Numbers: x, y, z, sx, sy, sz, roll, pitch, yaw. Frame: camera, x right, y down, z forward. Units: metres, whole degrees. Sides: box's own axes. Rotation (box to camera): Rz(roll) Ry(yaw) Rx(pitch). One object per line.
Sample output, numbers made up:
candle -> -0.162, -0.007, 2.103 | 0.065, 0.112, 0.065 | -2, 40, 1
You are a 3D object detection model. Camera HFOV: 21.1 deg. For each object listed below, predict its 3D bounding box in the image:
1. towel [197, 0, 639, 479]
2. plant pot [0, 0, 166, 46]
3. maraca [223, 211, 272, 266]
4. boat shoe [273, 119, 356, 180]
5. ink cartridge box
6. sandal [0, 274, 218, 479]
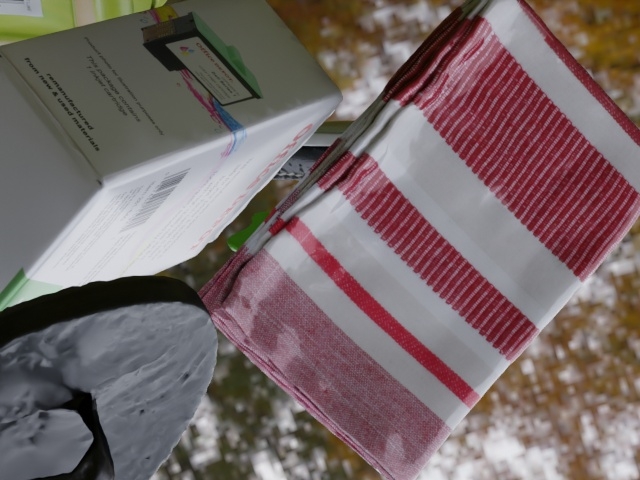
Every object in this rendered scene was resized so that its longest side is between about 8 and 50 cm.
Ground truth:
towel -> 0.095, -0.001, 1.275 | 0.329, 0.237, 0.037 | -48, -152, -4
plant pot -> -0.241, -0.276, 1.438 | 0.227, 0.228, 0.207 | 5, -137, 6
maraca -> 0.000, 0.000, 1.544 | 0.186, 0.099, 0.127 | -11, -143, 17
boat shoe -> 0.071, -0.053, 1.396 | 0.303, 0.091, 0.114 | 1, -168, 27
ink cartridge box -> -0.144, -0.053, 1.178 | 0.201, 0.117, 0.278 | -45, 169, 35
sandal -> -0.221, 0.185, 0.847 | 0.446, 0.167, 0.107 | -36, -127, -8
